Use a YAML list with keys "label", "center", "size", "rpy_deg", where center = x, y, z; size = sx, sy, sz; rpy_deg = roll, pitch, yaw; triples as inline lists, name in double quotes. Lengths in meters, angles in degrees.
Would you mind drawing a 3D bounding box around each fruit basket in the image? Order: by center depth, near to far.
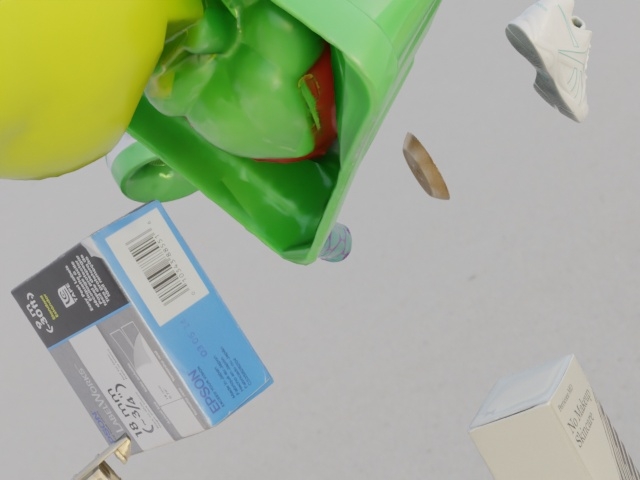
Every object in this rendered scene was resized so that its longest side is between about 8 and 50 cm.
- label: "fruit basket"
  center: [-0.136, -0.133, 0.682]
  size: [0.392, 0.392, 0.283]
  rpy_deg: [-42, -11, -25]

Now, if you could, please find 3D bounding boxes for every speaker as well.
- label: "speaker"
  center: [-0.207, -0.195, 1.331]
  size: [0.131, 0.131, 0.297]
  rpy_deg: [-24, 65, 13]

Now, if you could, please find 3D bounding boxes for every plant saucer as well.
- label: "plant saucer"
  center: [0.107, -0.074, 1.218]
  size: [0.015, 0.083, 0.083]
  rpy_deg: [-31, 24, -3]

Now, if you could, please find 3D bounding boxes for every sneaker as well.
- label: "sneaker"
  center: [0.210, -0.154, 0.997]
  size: [0.061, 0.152, 0.053]
  rpy_deg: [-46, 54, -3]

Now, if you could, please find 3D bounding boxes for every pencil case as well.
- label: "pencil case"
  center: [0.000, 0.000, 1.783]
  size: [0.070, 0.064, 0.151]
  rpy_deg: [-48, -16, 10]

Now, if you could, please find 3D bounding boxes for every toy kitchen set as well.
- label: "toy kitchen set"
  center: [-0.183, 0.230, 1.088]
  size: [0.068, 0.075, 0.083]
  rpy_deg: [-42, 7, -8]

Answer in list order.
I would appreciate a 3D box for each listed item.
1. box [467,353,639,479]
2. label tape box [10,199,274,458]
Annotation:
- label: "box"
  center: [0.257, 0.259, 1.126]
  size: [0.094, 0.275, 0.113]
  rpy_deg: [-25, 10, 31]
- label: "label tape box"
  center: [-0.235, 0.122, 1.345]
  size: [0.106, 0.241, 0.333]
  rpy_deg: [-35, 5, -40]
